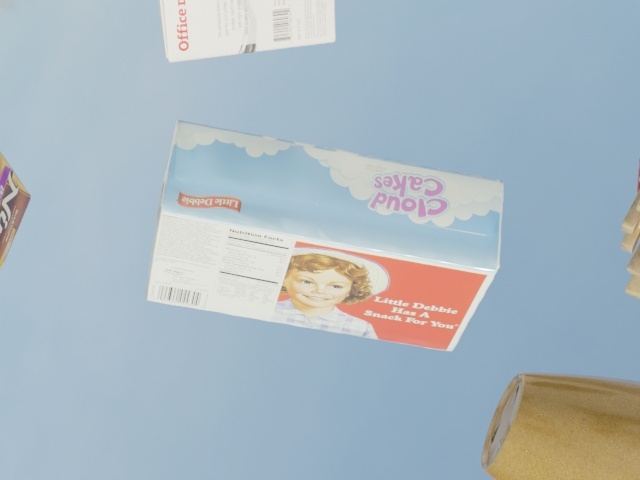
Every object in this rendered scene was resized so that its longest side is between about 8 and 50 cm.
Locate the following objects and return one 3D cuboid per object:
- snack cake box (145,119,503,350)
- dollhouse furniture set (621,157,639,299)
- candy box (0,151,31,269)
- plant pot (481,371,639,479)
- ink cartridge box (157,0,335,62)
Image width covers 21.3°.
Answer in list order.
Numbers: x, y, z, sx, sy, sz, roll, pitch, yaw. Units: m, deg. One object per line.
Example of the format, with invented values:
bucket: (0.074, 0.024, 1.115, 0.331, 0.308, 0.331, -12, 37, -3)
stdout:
snack cake box: (0.000, 0.000, 1.363, 0.152, 0.264, 0.089, 109, -10, -58)
dollhouse furniture set: (0.416, -0.015, 1.582, 0.135, 0.259, 0.262, -61, 163, -18)
candy box: (-0.390, -0.040, 1.938, 0.186, 0.053, 0.109, 81, 27, -73)
plant pot: (0.318, 0.245, 1.883, 0.237, 0.254, 0.237, -157, -90, -86)
ink cartridge box: (-0.084, -0.282, 1.859, 0.082, 0.191, 0.139, -106, -168, -53)
